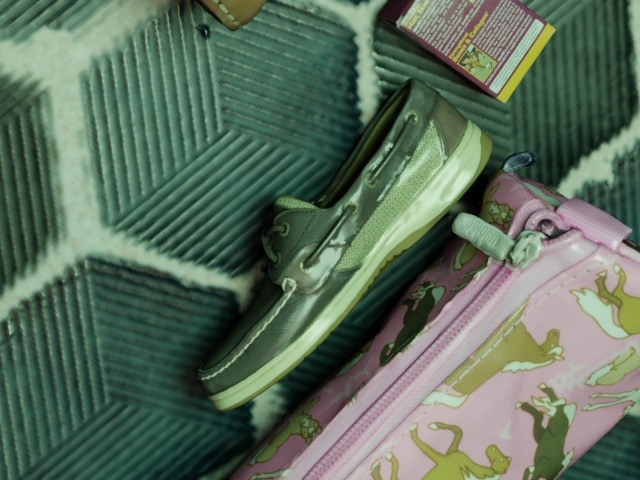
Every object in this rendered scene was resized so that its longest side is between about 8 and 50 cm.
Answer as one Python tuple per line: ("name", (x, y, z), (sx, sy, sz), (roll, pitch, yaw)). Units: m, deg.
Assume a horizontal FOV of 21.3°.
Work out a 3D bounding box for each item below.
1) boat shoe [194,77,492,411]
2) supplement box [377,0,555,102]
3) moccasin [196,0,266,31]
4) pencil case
("boat shoe", (0.001, 0.000, 0.979), (0.223, 0.080, 0.073), (-46, 102, -4))
("supplement box", (0.084, -0.125, 0.984), (0.083, 0.043, 0.055), (35, 93, -20))
("moccasin", (-0.195, -0.208, 0.844), (0.380, 0.139, 0.147), (29, 98, -19))
("pencil case", (0.038, 0.132, 0.974), (0.386, 0.160, 0.167), (-46, 110, 1))
